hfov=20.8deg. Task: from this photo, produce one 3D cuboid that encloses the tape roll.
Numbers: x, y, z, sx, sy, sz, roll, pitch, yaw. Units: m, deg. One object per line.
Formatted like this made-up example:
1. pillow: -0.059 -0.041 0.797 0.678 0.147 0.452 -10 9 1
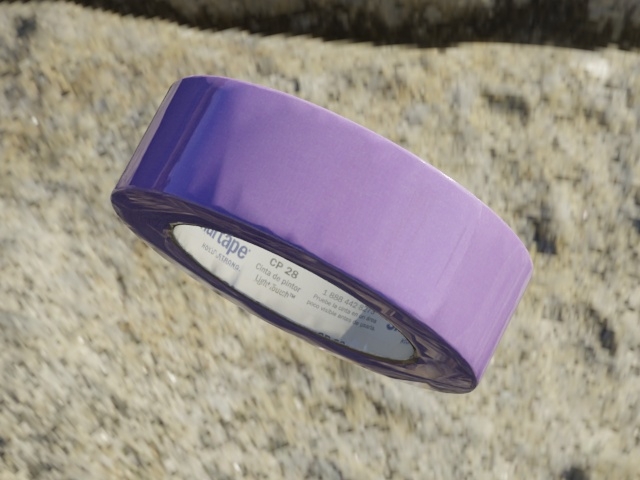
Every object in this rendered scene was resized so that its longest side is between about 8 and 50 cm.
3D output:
1. tape roll: 0.000 0.000 1.164 0.274 0.275 0.090 24 77 13
